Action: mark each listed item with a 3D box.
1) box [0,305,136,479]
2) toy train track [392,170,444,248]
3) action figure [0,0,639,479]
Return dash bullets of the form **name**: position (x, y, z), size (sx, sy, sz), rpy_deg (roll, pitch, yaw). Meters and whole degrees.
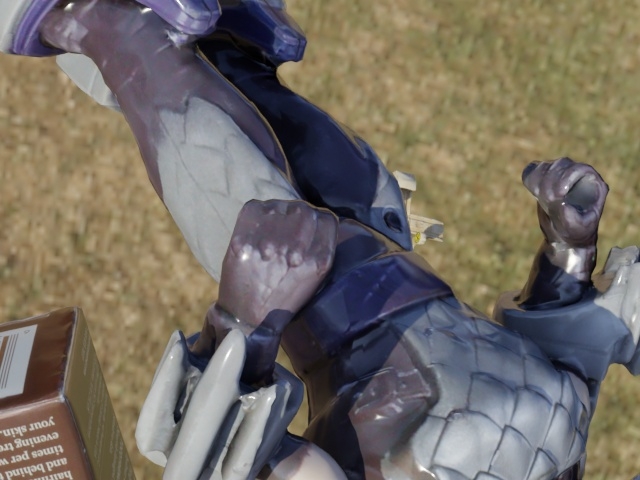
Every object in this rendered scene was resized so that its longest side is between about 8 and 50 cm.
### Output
- **box**: position (-0.204, 0.251, 1.239), size (0.191, 0.381, 0.143), rpy_deg (-12, 24, 3)
- **toy train track**: position (0.038, 0.007, 0.837), size (0.048, 0.014, 0.083), rpy_deg (12, 71, -24)
- **action figure**: position (0.000, 0.000, 0.449), size (0.285, 0.099, 0.185), rpy_deg (54, 24, 17)
